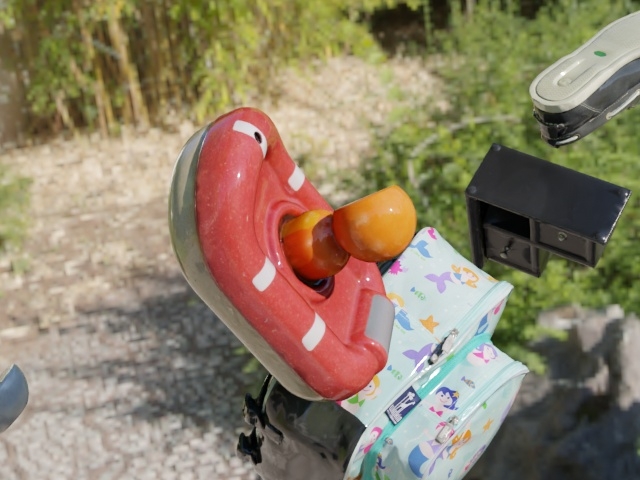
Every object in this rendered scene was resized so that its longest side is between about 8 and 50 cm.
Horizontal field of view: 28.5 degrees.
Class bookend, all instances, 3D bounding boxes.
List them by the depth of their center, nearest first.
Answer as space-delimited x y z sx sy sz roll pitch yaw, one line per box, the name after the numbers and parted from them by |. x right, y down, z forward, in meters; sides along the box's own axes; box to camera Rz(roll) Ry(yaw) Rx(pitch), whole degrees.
0.243 -0.010 1.352 0.156 0.157 0.072 22 64 22 | bookend

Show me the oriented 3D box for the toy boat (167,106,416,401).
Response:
0.000 0.000 0.913 0.151 0.231 0.151 -24 31 28 | toy boat

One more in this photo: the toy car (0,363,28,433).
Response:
-0.370 0.145 1.154 0.182 0.159 0.136 -33 20 55 | toy car

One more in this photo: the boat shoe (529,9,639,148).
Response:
0.328 -0.184 1.365 0.233 0.079 0.084 -33 39 -13 | boat shoe

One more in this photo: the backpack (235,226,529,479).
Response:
0.071 0.123 1.119 0.191 0.225 0.253 31 61 13 | backpack
